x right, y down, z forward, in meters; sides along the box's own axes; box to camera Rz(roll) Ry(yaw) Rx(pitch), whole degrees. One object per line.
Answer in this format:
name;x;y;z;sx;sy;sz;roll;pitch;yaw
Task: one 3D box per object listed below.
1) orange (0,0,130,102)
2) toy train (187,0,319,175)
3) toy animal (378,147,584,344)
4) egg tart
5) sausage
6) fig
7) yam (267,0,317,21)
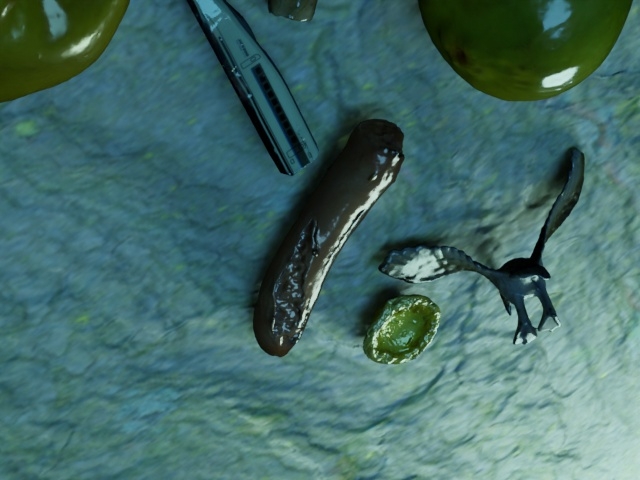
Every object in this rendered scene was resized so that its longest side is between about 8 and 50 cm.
orange;-0.263;-0.232;0.940;0.279;0.235;0.279;-19;133;-22
toy train;-0.069;-0.169;1.196;0.048;0.055;0.252;-31;131;-3
toy animal;0.212;0.050;1.444;0.273;0.160;0.197;-18;131;-4
egg tart;0.092;0.099;1.475;0.105;0.039;0.105;-13;127;-17
sausage;0.000;0.001;1.339;0.078;0.078;0.304;15;117;-33
fig;0.196;-0.251;1.180;0.207;0.207;0.230;32;76;-38
yam;-0.001;-0.310;1.132;0.057;0.057;0.241;0;122;-26
